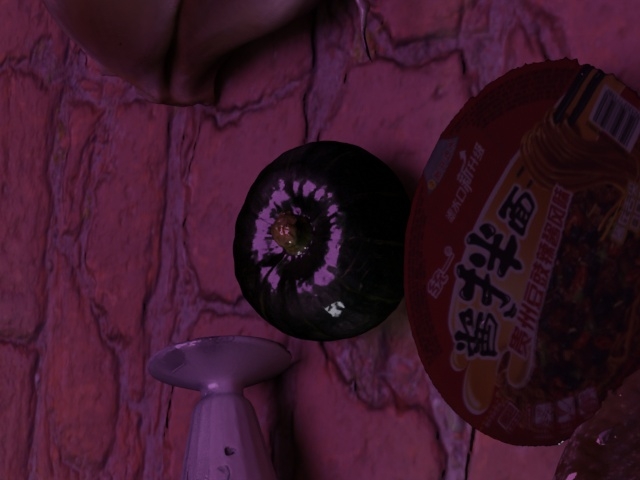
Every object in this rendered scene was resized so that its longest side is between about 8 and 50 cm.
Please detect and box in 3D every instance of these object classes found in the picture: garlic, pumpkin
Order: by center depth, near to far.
[{"bbox_3d":[0.002,0.001,1.434,0.167,0.125,0.167,-7,82,57],"label":"pumpkin"},{"bbox_3d":[-0.114,-0.263,1.533,0.340,0.231,0.246,-7,77,56],"label":"garlic"}]

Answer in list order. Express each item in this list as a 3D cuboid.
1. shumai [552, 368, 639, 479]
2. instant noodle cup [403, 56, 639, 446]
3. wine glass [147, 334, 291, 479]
[{"bbox_3d":[0.258,0.166,1.089,0.161,0.209,0.153,57,172,50],"label":"shumai"},{"bbox_3d":[0.180,0.010,1.236,0.274,0.090,0.274,-9,79,50],"label":"instant noodle cup"},{"bbox_3d":[-0.083,0.192,1.491,0.165,0.165,0.197,-31,58,45],"label":"wine glass"}]
